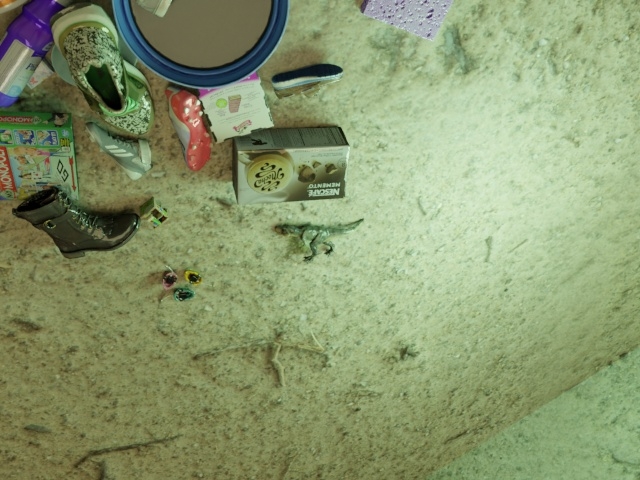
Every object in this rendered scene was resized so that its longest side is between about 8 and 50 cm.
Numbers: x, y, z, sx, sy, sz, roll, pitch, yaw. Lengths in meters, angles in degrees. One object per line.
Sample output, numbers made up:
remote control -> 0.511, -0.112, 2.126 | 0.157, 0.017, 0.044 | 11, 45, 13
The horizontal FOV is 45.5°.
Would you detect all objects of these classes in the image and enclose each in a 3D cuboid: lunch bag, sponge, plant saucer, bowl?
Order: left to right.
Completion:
lunch bag -> -0.670, -0.405, 1.763 | 0.071, 0.053, 0.083 | -32, 121, 7
plant saucer -> -0.524, -0.436, 1.767 | 0.195, 0.037, 0.195 | -15, 148, -10
bowl -> -0.266, -0.541, 1.708 | 0.391, 0.077, 0.391 | -3, 113, -7
sponge -> 0.213, -0.582, 1.884 | 0.210, 0.031, 0.117 | 13, 121, -24

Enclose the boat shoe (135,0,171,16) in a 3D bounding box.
boat shoe -> -0.324, -0.585, 1.594 | 0.081, 0.079, 0.227 | 20, 112, -21

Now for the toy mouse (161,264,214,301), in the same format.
toy mouse -> -0.419, 0.130, 2.240 | 0.143, 0.031, 0.161 | -41, 125, 15

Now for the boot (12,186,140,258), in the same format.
boot -> -0.627, -0.058, 1.976 | 0.263, 0.091, 0.229 | -21, 142, 3

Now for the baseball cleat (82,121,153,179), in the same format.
baseball cleat -> -0.501, -0.243, 1.927 | 0.109, 0.072, 0.206 | -33, 137, 3

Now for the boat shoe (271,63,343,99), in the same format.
boat shoe -> -0.030, -0.401, 1.938 | 0.183, 0.066, 0.066 | -8, 133, 3

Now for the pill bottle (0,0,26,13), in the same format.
pill bottle -> -0.699, -0.589, 1.575 | 0.121, 0.121, 0.216 | -21, 128, 1

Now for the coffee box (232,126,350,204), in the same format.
coffee box -> -0.081, -0.201, 2.031 | 0.297, 0.119, 0.168 | -4, 125, -12

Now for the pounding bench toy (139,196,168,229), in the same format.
pounding bench toy -> -0.445, -0.062, 2.057 | 0.052, 0.083, 0.065 | -36, 126, 12

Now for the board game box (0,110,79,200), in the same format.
board game box -> -0.699, -0.196, 1.832 | 0.213, 0.046, 0.317 | -1, 152, -14

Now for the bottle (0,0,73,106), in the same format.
bottle -> -0.648, -0.428, 1.672 | 0.092, 0.118, 0.283 | 35, 97, -14

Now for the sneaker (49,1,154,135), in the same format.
sneaker -> -0.481, -0.334, 1.731 | 0.158, 0.182, 0.410 | -20, 153, 1

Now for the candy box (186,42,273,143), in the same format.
candy box -> -0.224, -0.374, 1.894 | 0.159, 0.071, 0.233 | -17, 127, -2

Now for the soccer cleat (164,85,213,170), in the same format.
soccer cleat -> -0.337, -0.283, 1.938 | 0.083, 0.095, 0.248 | -39, 150, -25

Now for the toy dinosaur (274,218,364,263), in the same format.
toy dinosaur -> 0.000, 0.000, 2.242 | 0.268, 0.064, 0.118 | -4, 120, -17
